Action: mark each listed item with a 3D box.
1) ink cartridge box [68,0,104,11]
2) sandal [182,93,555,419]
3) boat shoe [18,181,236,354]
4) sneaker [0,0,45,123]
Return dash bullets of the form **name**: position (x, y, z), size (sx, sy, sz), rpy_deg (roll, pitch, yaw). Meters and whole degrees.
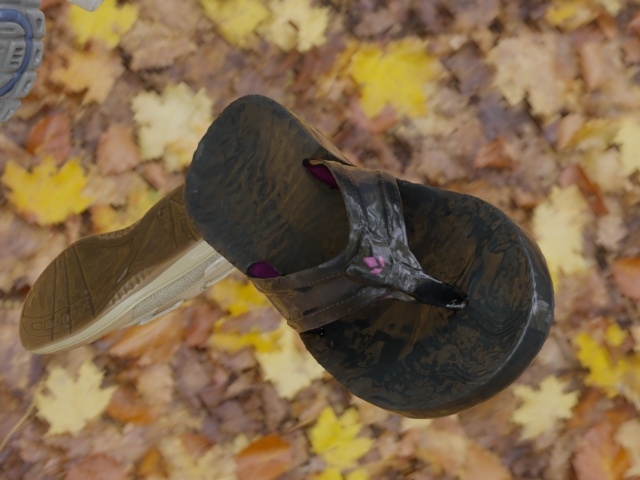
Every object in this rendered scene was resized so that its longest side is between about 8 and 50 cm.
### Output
- **ink cartridge box**: position (-0.304, -0.485, 2.076), size (0.279, 0.160, 0.384), rpy_deg (25, 40, 2)
- **sandal**: position (-0.002, 0.002, 1.267), size (0.107, 0.446, 0.167), rpy_deg (24, 95, -38)
- **boat shoe**: position (-0.171, 0.038, 1.661), size (0.098, 0.302, 0.109), rpy_deg (31, 37, -43)
- **sneaker**: position (-0.256, -0.188, 1.158), size (0.111, 0.129, 0.297), rpy_deg (10, 99, -60)
